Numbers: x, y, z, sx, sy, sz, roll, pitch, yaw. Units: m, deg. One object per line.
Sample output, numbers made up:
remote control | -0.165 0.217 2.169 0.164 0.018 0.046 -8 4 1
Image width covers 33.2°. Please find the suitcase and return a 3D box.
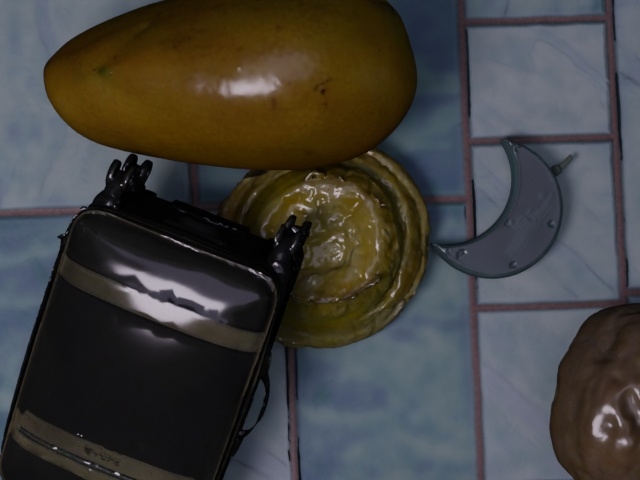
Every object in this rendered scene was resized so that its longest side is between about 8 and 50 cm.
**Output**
suitcase | -0.196 0.145 1.279 0.283 0.194 0.433 21 105 3

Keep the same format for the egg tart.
egg tart | 0.000 0.000 1.383 0.290 0.115 0.290 0 85 2

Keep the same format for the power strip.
power strip | 0.255 -0.039 1.421 0.137 0.044 0.216 36 87 1

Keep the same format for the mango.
mango | -0.107 -0.196 1.299 0.446 0.300 0.232 -5 100 5

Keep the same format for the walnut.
walnut | 0.410 0.212 1.315 0.227 0.273 0.273 14 85 33
